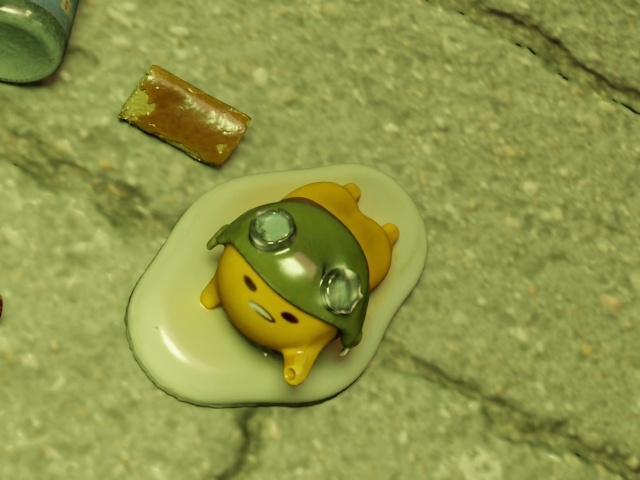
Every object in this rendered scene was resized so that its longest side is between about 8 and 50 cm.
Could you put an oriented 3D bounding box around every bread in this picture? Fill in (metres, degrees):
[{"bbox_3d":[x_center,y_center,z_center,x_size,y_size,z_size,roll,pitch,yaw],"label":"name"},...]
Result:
[{"bbox_3d":[-0.094,-0.087,0.913,0.083,0.047,0.036,29,25,-12],"label":"bread"}]

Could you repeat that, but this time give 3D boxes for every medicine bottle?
[{"bbox_3d":[-0.199,-0.211,0.901,0.083,0.083,0.203,15,59,-19],"label":"medicine bottle"}]

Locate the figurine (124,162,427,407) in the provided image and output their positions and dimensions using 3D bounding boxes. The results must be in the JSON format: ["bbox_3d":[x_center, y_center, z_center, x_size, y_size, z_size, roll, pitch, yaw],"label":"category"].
[{"bbox_3d":[0.000,0.000,0.854,0.166,0.141,0.250,46,54,3],"label":"figurine"}]

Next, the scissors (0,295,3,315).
[{"bbox_3d":[-0.270,0.083,0.696,0.017,0.144,0.248,24,57,24],"label":"scissors"}]
